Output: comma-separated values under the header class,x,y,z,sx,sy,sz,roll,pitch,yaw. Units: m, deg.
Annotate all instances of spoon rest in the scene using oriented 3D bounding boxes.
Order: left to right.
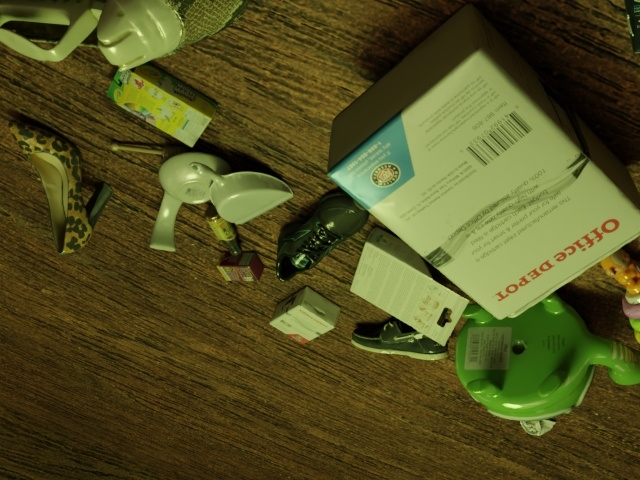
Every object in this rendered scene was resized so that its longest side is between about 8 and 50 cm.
class,x,y,z,sx,sy,sz,roll,pitch,yaw
spoon rest,-0.269,-0.088,1.751,0.137,0.084,0.276,11,141,-26

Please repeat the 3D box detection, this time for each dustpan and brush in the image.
class,x,y,z,sx,sy,sz,roll,pitch,yaw
dustpan and brush,-0.167,-0.098,1.659,0.147,0.060,0.211,-26,159,26

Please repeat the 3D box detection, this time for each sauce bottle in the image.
class,x,y,z,sx,sy,sz,roll,pitch,yaw
sauce bottle,-0.196,-0.019,1.838,0.042,0.042,0.128,1,143,25

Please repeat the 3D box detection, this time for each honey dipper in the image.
class,x,y,z,sx,sy,sz,roll,pitch,yaw
honey dipper,-0.333,-0.172,1.716,0.160,0.030,0.030,8,143,21

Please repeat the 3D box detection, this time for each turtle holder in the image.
class,x,y,z,sx,sy,sz,roll,pitch,yaw
turtle holder,0.428,0.220,1.712,0.320,0.243,0.227,-30,142,10

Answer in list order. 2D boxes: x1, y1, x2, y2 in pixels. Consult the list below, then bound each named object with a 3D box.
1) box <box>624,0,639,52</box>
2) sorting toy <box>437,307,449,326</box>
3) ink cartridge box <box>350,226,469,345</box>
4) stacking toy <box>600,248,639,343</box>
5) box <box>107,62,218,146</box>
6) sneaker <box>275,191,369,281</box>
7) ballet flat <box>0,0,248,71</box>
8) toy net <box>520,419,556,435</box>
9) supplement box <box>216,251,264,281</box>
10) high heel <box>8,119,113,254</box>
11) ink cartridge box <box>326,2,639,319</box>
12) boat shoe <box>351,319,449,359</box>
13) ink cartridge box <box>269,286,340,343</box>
class,x,y,z,sx,sy,sz,roll,pitch,yaw
box,0.484,-0.323,1.091,0.220,0.051,0.175,-2,139,28
sorting toy,0.227,0.155,1.826,0.083,0.075,0.045,-5,137,32
ink cartridge box,0.176,0.091,1.748,0.224,0.056,0.181,28,145,10
stacking toy,0.591,0.117,1.561,0.302,0.175,0.166,47,138,-11
box,-0.282,-0.247,1.581,0.179,0.043,0.105,29,144,-15
sneaker,0.000,0.000,1.712,0.101,0.106,0.267,34,141,-16
ballet flat,-0.352,-0.340,1.372,0.482,0.182,0.164,7,141,18
toy net,0.465,0.392,2.046,0.122,0.045,0.232,-2,139,28
supplement box,-0.172,0.056,1.921,0.083,0.043,0.055,1,140,26
high heel,-0.542,-0.103,1.771,0.093,0.186,0.261,-17,130,41
ink cartridge box,0.248,-0.102,1.336,0.395,0.166,0.285,39,120,-24
boat shoe,0.171,0.205,1.940,0.233,0.084,0.079,2,103,35
ink cartridge box,-0.034,0.167,1.988,0.099,0.056,0.135,34,143,-18
